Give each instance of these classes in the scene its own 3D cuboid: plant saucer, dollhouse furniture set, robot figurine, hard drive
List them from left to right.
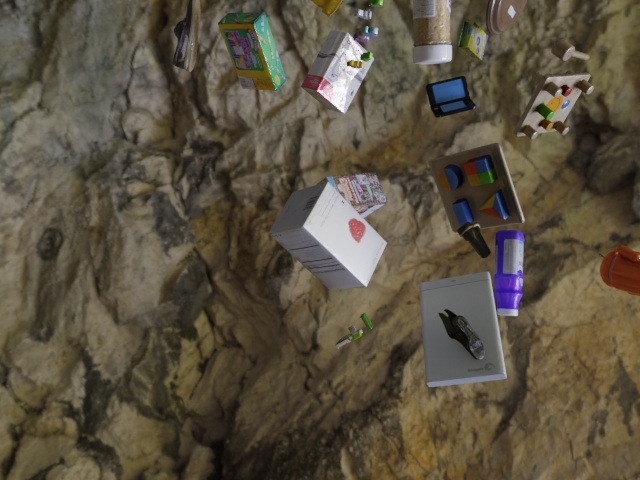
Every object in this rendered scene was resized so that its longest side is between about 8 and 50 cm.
[{"bbox_3d":[0.110,0.324,2.092,0.152,0.058,0.076,-32,-179,19],"label":"dollhouse furniture set"},{"bbox_3d":[0.436,0.272,1.821,0.233,0.047,0.353,-12,-128,19],"label":"hard drive"},{"bbox_3d":[0.698,-0.894,2.133,0.041,0.278,0.278,31,-134,29],"label":"plant saucer"},{"bbox_3d":[0.941,0.094,1.742,0.158,0.128,0.219,18,180,-34],"label":"robot figurine"}]

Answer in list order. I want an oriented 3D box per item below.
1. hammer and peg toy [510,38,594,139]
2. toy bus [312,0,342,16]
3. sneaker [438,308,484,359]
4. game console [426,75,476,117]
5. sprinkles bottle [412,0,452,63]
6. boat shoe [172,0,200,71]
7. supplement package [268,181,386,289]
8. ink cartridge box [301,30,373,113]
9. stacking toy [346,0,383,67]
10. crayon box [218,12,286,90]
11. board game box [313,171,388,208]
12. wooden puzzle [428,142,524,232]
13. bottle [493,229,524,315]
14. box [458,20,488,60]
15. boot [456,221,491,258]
[{"bbox_3d":[0.889,-0.551,2.156,0.266,0.361,0.127,-12,-131,-30],"label":"hammer and peg toy"},{"bbox_3d":[0.004,-0.774,1.609,0.149,0.211,0.220,-29,-142,66],"label":"toy bus"},{"bbox_3d":[0.421,0.280,1.736,0.051,0.170,0.089,-28,173,-21],"label":"sneaker"},{"bbox_3d":[0.385,-0.426,1.720,0.122,0.071,0.107,-13,-147,5],"label":"game console"},{"bbox_3d":[0.340,-0.727,1.775,0.121,0.355,0.121,-3,-166,1],"label":"sprinkles bottle"},{"bbox_3d":[-0.520,-0.797,2.235,0.092,0.285,0.103,11,-149,-4],"label":"boat shoe"},{"bbox_3d":[0.027,-0.007,1.759,0.175,0.293,0.177,-10,-136,49],"label":"supplement package"},{"bbox_3d":[0.075,-0.726,2.506,0.117,0.207,0.283,28,-90,46],"label":"ink cartridge box"},{"bbox_3d":[0.135,-0.599,1.695,0.052,0.167,0.221,6,-172,-13],"label":"stacking toy"},{"bbox_3d":[-0.250,-0.697,2.156,0.165,0.278,0.081,12,-129,28],"label":"crayon box"},{"bbox_3d":[0.080,-0.151,2.327,0.291,0.141,0.232,-11,164,-45],"label":"board game box"},{"bbox_3d":[0.588,-0.188,2.257,0.080,0.322,0.348,-31,-166,-37],"label":"wooden puzzle"},{"bbox_3d":[0.631,0.110,1.948,0.092,0.283,0.118,0,169,26],"label":"bottle"},{"bbox_3d":[0.591,-0.777,2.254,0.043,0.105,0.179,16,-174,38],"label":"box"},{"bbox_3d":[0.556,0.008,2.052,0.077,0.137,0.198,-44,162,23],"label":"boot"}]
